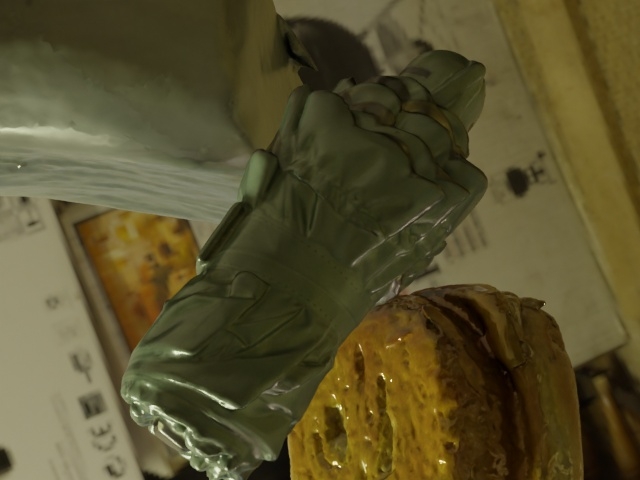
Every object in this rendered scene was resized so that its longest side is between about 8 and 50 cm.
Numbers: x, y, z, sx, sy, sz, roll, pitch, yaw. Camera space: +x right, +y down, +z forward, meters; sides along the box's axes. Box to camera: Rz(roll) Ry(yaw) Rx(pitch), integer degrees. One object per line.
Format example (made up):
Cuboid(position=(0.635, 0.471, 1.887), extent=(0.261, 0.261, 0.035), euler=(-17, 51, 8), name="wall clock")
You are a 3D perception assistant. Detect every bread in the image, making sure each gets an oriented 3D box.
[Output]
Cuboid(position=(0.069, 0.134, 0.884), extent=(0.236, 0.120, 0.198), euler=(-18, 74, 50), name="bread")

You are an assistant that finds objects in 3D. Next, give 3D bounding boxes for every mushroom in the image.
Cuboid(position=(-0.158, -0.047, 0.506), extent=(0.122, 0.328, 0.159), euler=(-87, -8, -51), name="mushroom")

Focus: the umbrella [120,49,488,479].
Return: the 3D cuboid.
Cuboid(position=(0.000, 0.000, 0.367), extent=(0.067, 0.143, 0.062), euler=(16, 150, 52), name="umbrella")
